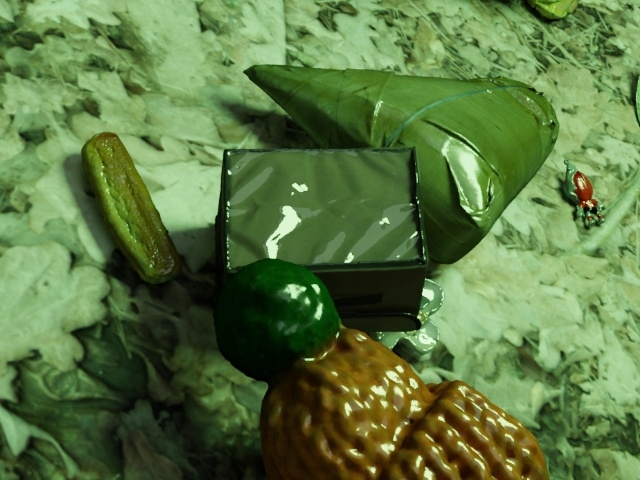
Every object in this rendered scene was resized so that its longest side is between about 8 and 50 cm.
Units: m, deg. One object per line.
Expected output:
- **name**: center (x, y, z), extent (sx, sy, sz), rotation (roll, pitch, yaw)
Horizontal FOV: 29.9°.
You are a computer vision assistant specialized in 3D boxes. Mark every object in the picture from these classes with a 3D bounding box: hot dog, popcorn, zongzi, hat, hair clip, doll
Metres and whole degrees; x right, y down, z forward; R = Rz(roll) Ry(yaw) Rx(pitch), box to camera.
- **hot dog**: center (-0.235, -0.036, 1.454), extent (0.066, 0.047, 0.215), rotation (-22, 69, -24)
- **popcorn**: center (0.409, -0.436, 2.100), extent (0.097, 0.089, 0.109), rotation (29, 49, 8)
- **zongzi**: center (0.135, -0.186, 1.702), extent (0.393, 0.174, 0.356), rotation (39, 42, 10)
- **hat**: center (0.042, 0.198, 1.239), extent (0.400, 0.285, 0.285), rotation (51, 46, -10)
- **hair clip**: center (0.056, 0.045, 1.547), extent (0.257, 0.075, 0.146), rotation (42, 62, 14)
- **doll**: center (0.404, -0.075, 1.852), extent (0.057, 0.039, 0.114), rotation (-23, 78, -8)

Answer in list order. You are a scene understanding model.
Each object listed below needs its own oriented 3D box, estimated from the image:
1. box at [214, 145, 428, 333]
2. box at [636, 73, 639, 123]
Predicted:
- **box**: center (0.000, 0.000, 1.440), extent (0.252, 0.153, 0.188), rotation (1, 56, -6)
- **box**: center (0.656, -0.249, 1.998), extent (0.149, 0.226, 0.226), rotation (8, 53, -24)
